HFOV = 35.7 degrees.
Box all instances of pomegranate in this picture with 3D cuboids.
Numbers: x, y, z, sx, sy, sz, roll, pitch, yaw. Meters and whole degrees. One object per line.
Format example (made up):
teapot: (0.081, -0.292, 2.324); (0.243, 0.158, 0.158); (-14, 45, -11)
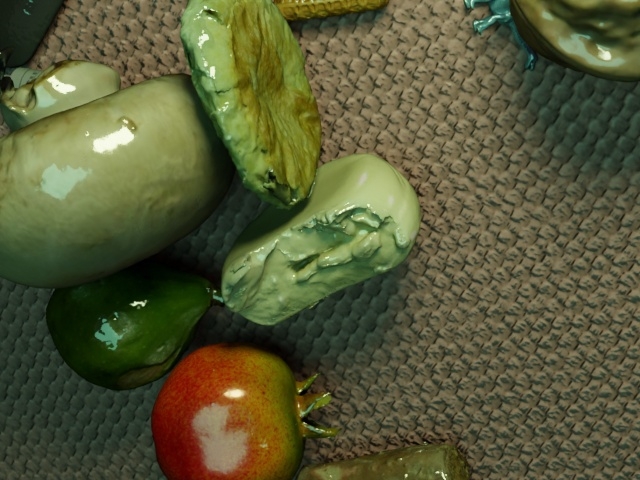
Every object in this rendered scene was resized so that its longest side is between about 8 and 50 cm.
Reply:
pomegranate: (-0.101, 0.246, 1.343); (0.256, 0.221, 0.221); (-5, 102, 6)

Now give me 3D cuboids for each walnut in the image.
walnut: (0.324, -0.289, 1.066); (0.273, 0.273, 0.227); (13, 104, 12)

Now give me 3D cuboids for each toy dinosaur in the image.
toy dinosaur: (0.217, -0.295, 1.206); (0.080, 0.045, 0.198); (-20, 105, 6)

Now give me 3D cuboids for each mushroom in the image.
mushroom: (-0.284, -0.109, 1.219); (0.362, 0.362, 0.295); (-25, 95, 19)

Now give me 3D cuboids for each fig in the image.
fig: (-0.244, 0.097, 1.357); (0.244, 0.195, 0.195); (-28, 95, 8)

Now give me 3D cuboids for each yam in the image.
yam: (0.091, 0.348, 1.353); (0.238, 0.129, 0.128); (-11, 103, 18)

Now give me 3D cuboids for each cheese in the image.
cheese: (0.000, 0.000, 1.245); (0.266, 0.233, 0.127); (-32, 105, 22)

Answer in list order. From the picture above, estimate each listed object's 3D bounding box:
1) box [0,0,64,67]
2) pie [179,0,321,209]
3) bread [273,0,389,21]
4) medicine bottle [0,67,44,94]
box: (-0.445, -0.357, 1.370); (0.201, 0.042, 0.213); (36, 111, 4)
pie: (-0.075, -0.176, 1.180); (0.071, 0.306, 0.307); (-12, 100, 22)
bread: (0.015, -0.310, 1.255); (0.157, 0.044, 0.052); (-5, 99, 16)
medicine bottle: (-0.391, -0.209, 1.383); (0.199, 0.057, 0.058); (11, 106, 13)
